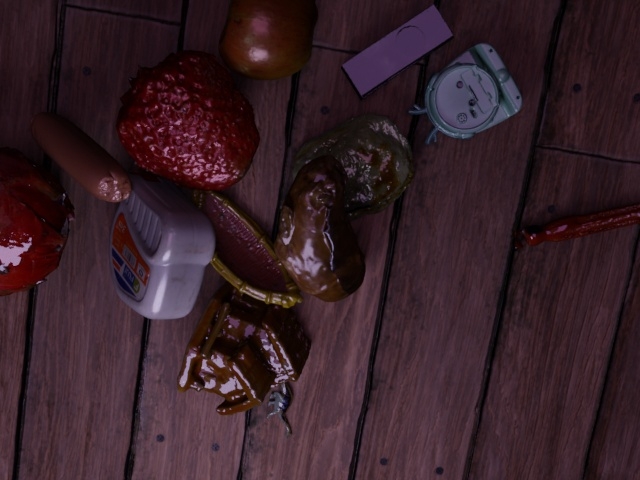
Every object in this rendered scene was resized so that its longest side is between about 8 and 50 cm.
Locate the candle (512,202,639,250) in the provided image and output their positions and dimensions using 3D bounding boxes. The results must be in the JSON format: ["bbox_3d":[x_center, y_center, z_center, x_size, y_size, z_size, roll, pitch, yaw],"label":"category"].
[{"bbox_3d":[0.558,-0.037,1.411,0.329,0.051,0.048,-13,88,3],"label":"candle"}]

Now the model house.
[{"bbox_3d":[-0.142,0.227,1.405,0.229,0.199,0.220,18,111,3],"label":"model house"}]

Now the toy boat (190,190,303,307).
[{"bbox_3d":[-0.159,0.019,1.406,0.141,0.099,0.318,-40,88,-28],"label":"toy boat"}]

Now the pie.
[{"bbox_3d":[0.070,-0.138,1.392,0.247,0.090,0.201,-26,101,10],"label":"pie"}]

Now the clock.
[{"bbox_3d":[0.284,-0.279,1.378,0.210,0.066,0.159,-33,95,7],"label":"clock"}]

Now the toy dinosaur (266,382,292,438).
[{"bbox_3d":[-0.090,0.346,1.495,0.058,0.037,0.180,-4,106,-21],"label":"toy dinosaur"}]

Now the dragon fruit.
[{"bbox_3d":[-0.639,-0.036,1.335,0.301,0.295,0.296,12,99,-20],"label":"dragon fruit"}]

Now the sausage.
[{"bbox_3d":[-0.474,-0.167,1.349,0.289,0.086,0.086,38,99,29],"label":"sausage"}]

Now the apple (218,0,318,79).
[{"bbox_3d":[-0.096,-0.401,1.309,0.195,0.196,0.196,0,98,2],"label":"apple"}]

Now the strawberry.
[{"bbox_3d":[-0.239,-0.218,1.310,0.276,0.257,0.257,38,98,8],"label":"strawberry"}]

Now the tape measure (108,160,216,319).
[{"bbox_3d":[-0.318,0.007,1.354,0.130,0.258,0.265,0,117,-41],"label":"tape measure"}]

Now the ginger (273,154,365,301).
[{"bbox_3d":[0.000,0.000,1.329,0.165,0.172,0.321,26,141,35],"label":"ginger"}]

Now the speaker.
[{"bbox_3d":[0.153,-0.374,1.377,0.218,0.044,0.082,-32,96,6],"label":"speaker"}]
